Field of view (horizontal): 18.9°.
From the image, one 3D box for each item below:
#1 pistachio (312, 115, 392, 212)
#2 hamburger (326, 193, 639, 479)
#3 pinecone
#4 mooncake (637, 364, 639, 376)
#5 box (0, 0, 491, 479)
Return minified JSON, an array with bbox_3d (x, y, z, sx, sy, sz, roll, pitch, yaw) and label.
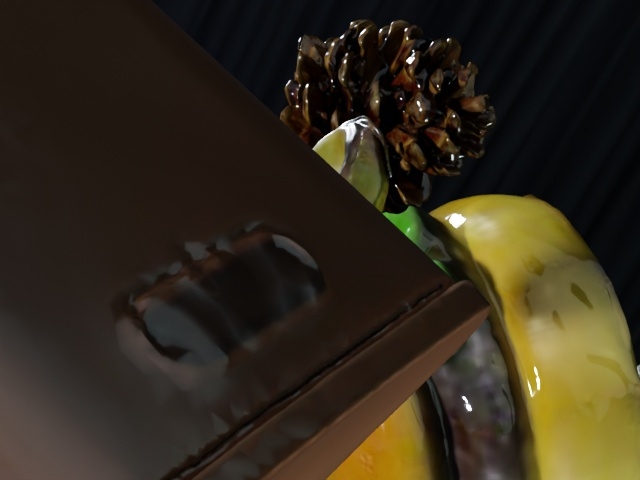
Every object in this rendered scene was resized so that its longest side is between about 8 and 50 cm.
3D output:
[{"bbox_3d":[0.000,0.000,1.277,0.049,0.173,0.089,31,-179,-24],"label":"pistachio"},{"bbox_3d":[0.088,0.154,1.634,0.277,0.396,0.396,-12,-142,-15],"label":"hamburger"},{"bbox_3d":[0.056,-0.097,1.498,0.173,0.173,0.173,25,-156,-12],"label":"pinecone"},{"bbox_3d":[0.477,0.216,2.032,0.351,0.187,0.351,47,-168,-13],"label":"mooncake"},{"bbox_3d":[-0.162,0.070,0.588,0.229,0.339,0.239,46,-147,8],"label":"box"}]
